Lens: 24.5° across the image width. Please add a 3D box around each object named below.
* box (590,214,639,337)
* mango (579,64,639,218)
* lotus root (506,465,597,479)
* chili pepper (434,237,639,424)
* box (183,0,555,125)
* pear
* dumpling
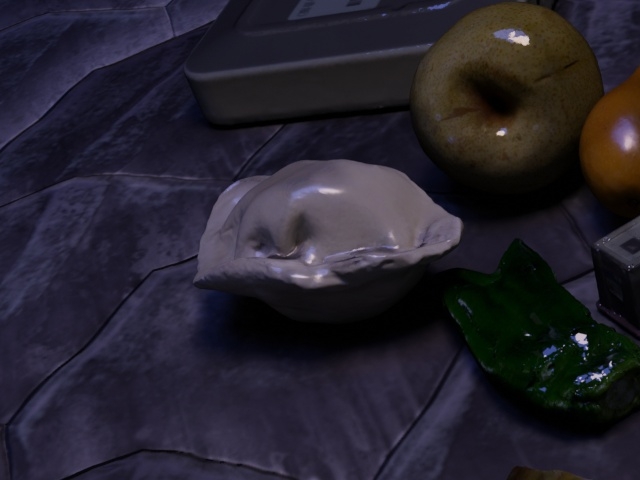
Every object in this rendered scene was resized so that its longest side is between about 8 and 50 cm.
[{"bbox_3d":[0.246,0.018,1.082,0.085,0.063,0.060,-28,31,-13],"label":"box"},{"bbox_3d":[0.265,-0.087,1.196,0.085,0.102,0.184,-23,22,38],"label":"mango"},{"bbox_3d":[0.152,0.202,0.759,0.235,0.138,0.119,19,72,52],"label":"lotus root"},{"bbox_3d":[0.151,0.060,1.076,0.098,0.061,0.224,-33,35,-7],"label":"chili pepper"},{"bbox_3d":[0.073,-0.265,1.588,0.373,0.090,0.367,-5,35,25],"label":"box"},{"bbox_3d":[0.159,-0.121,1.249,0.167,0.167,0.136,-2,9,27],"label":"pear"},{"bbox_3d":[0.000,0.000,1.186,0.250,0.132,0.162,8,38,38],"label":"dumpling"}]
